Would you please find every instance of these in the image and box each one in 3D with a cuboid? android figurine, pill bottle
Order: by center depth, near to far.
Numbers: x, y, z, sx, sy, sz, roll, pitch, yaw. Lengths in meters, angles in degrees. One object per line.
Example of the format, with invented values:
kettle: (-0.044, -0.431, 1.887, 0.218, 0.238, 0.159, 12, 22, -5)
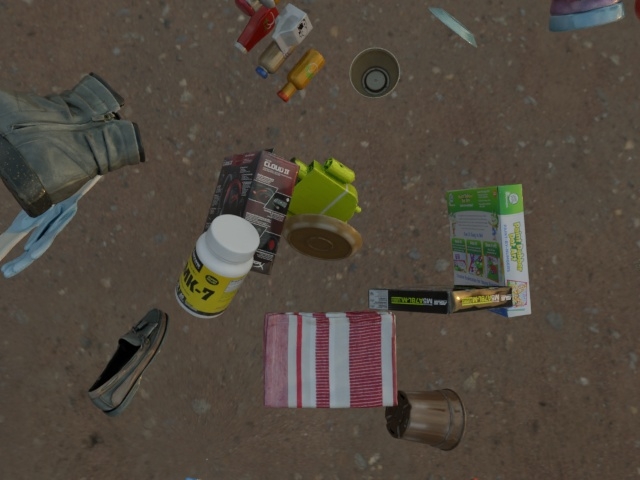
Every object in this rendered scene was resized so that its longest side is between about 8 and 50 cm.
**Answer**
pill bottle: (-0.207, 0.052, 1.167, 0.119, 0.208, 0.119, 20, 40, -18)
android figurine: (-0.006, -0.128, 1.671, 0.273, 0.248, 0.056, 29, 37, -27)

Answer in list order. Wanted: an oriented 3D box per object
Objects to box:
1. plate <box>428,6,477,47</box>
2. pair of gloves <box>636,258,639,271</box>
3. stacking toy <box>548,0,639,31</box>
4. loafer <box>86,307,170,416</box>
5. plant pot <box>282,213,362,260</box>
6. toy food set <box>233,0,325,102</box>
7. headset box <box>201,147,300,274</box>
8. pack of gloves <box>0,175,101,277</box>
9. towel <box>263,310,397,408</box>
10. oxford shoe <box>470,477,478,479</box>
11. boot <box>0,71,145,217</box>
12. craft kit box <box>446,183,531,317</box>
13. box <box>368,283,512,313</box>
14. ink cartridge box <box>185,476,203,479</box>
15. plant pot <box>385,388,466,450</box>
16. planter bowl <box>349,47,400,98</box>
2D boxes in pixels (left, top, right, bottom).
plate: (0.400, -0.642, 1.728, 0.188, 0.024, 0.188, 31, 28, -19)
pair of gloves: (0.856, 0.119, 1.383, 0.042, 0.240, 0.204, -24, 78, -1)
stacking toy: (0.584, -0.431, 1.031, 0.309, 0.279, 0.130, -17, 111, -9)
loafer: (-0.418, 0.250, 1.282, 0.084, 0.096, 0.267, 52, 39, -34)
plant pot: (0.000, 0.000, 1.656, 0.236, 0.236, 0.032, 16, 62, -5)
toy food set: (-0.084, -0.336, 0.966, 0.111, 0.232, 0.104, 39, 88, 20)
headset box: (-0.171, -0.081, 1.372, 0.110, 0.218, 0.293, 18, 83, -31)
pack of gloves: (-0.382, -0.023, 0.827, 0.046, 0.195, 0.232, 52, 49, -33)
towel: (0.022, 0.293, 1.429, 0.329, 0.037, 0.237, -1, 87, 3)
oxford shoe: (0.268, 0.598, 1.158, 0.097, 0.098, 0.271, 58, 39, -21)
boot: (-0.329, -0.155, 0.679, 0.161, 0.083, 0.246, -37, 85, -25)
craft kit box: (0.334, 0.013, 1.182, 0.061, 0.250, 0.246, -9, 95, -9)
box: (0.216, 0.104, 1.057, 0.184, 0.191, 0.045, 3, 86, -40)
ink cartridge box: (-0.238, 0.481, 1.060, 0.048, 0.028, 0.083, 0, 43, 25)
plant pot: (0.275, 0.477, 1.569, 0.165, 0.167, 0.166, 12, 67, -23)
planter bowl: (0.180, -0.538, 1.912, 0.162, 0.109, 0.162, 0, 91, 7)
